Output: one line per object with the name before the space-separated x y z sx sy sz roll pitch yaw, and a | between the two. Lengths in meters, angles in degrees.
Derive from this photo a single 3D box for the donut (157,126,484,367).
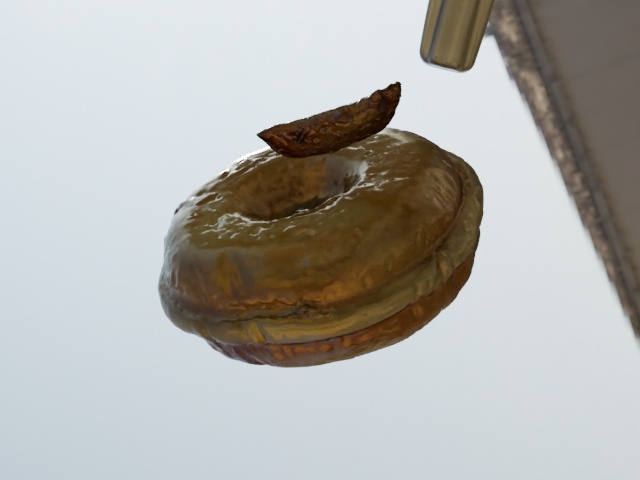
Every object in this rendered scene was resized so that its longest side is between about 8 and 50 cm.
donut | 0.000 0.000 1.774 0.449 0.448 0.198 -67 -36 -51

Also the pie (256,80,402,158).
pie | 0.026 -0.135 1.643 0.088 0.191 0.033 38 -142 -56

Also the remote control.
remote control | 0.196 -0.346 1.846 0.049 0.090 0.230 -27 -49 -84
